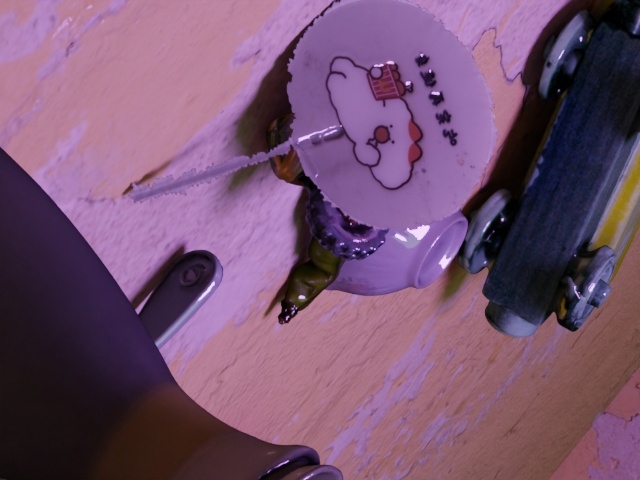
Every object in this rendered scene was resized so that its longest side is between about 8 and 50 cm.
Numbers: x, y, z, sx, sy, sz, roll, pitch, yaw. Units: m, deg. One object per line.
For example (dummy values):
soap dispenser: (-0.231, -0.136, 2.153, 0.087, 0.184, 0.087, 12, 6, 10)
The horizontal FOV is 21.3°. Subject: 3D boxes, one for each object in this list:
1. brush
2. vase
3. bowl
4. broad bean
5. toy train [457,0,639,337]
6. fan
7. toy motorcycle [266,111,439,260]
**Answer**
brush: (-0.181, 0.113, 1.297, 0.297, 0.068, 0.060, -53, 138, -15)
vase: (-0.145, 0.075, 0.926, 0.173, 0.321, 0.173, -46, 158, -25)
bowl: (0.086, -0.010, 1.639, 0.189, 0.086, 0.189, -46, 158, -24)
broad bean: (0.004, -0.002, 1.529, 0.061, 0.046, 0.195, -38, 155, -44)
toy train: (0.311, -0.098, 1.891, 0.272, 0.179, 0.442, -36, 152, -54)
fan: (-0.003, -0.079, 1.301, 0.329, 0.191, 0.009, -22, -178, -28)
toy motorcycle: (0.036, -0.088, 1.390, 0.094, 0.130, 0.229, -43, -172, 48)
